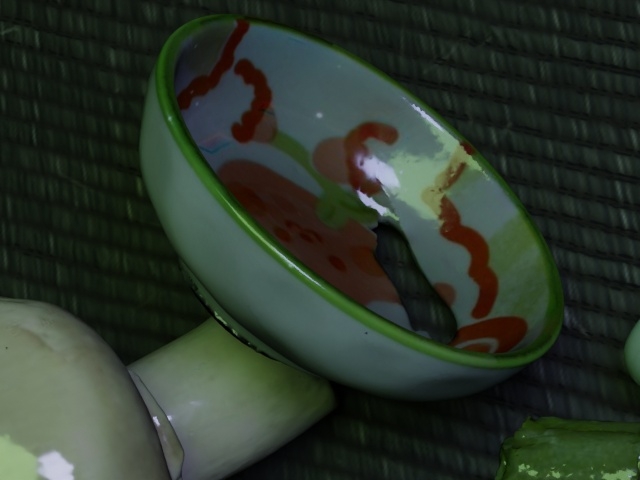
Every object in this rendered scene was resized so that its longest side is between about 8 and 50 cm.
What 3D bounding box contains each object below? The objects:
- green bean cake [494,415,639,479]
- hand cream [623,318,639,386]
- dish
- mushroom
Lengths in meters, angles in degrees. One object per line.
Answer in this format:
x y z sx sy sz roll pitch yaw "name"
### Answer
0.172 0.216 1.227 0.113 0.214 0.200 4 78 20 "green bean cake"
0.333 0.146 1.286 0.306 0.093 0.147 42 88 13 "hand cream"
0.000 0.000 1.328 0.124 0.324 0.324 -50 63 28 "dish"
-0.145 0.140 1.327 0.336 0.314 0.314 -31 65 -19 "mushroom"
